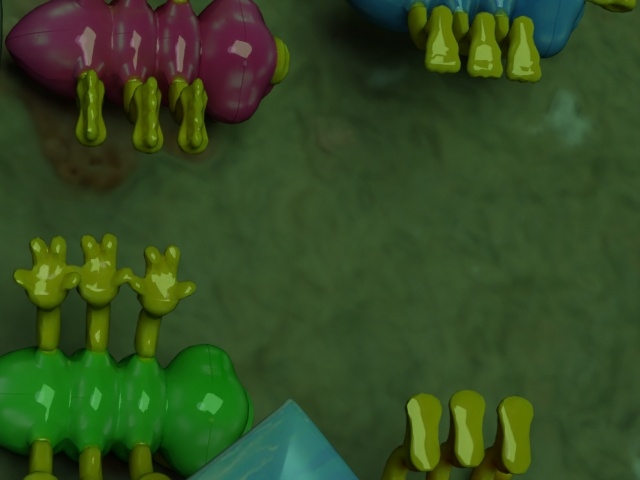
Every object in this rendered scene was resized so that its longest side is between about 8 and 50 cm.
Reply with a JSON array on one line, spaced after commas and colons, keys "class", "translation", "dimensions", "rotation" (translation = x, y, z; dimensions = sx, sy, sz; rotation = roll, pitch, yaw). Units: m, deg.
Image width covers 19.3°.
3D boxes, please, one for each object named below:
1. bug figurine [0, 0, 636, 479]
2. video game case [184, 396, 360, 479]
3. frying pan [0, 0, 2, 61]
[{"class": "bug figurine", "translation": [0.000, 0.000, 0.604], "dimensions": [0.216, 0.072, 0.279], "rotation": [8, 75, -16]}, {"class": "video game case", "translation": [-0.021, 0.217, 0.455], "dimensions": [0.244, 0.061, 0.269], "rotation": [-37, 77, -11]}, {"class": "frying pan", "translation": [-0.132, -0.112, 0.550], "dimensions": [0.197, 0.053, 0.326], "rotation": [54, 55, -37]}]
